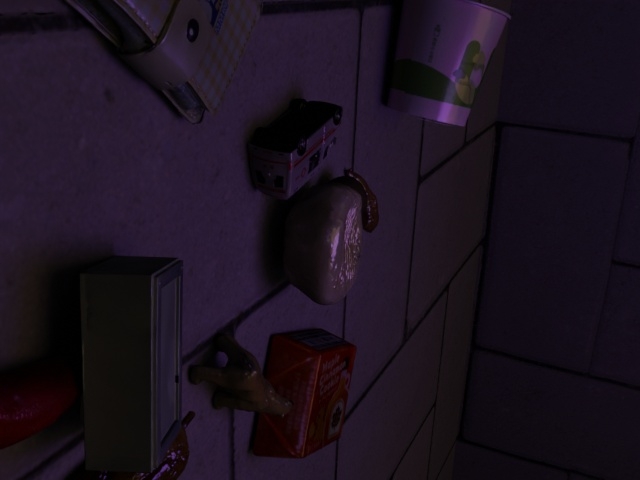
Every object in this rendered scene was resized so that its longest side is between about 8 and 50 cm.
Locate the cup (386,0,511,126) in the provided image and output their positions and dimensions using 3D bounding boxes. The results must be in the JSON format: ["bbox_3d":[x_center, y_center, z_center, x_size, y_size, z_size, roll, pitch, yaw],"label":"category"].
[{"bbox_3d":[0.270,-0.410,1.657,0.253,0.253,0.273,-15,122,-65],"label":"cup"}]

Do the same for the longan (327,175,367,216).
[{"bbox_3d":[0.042,-0.074,1.442,0.113,0.092,0.113,-45,154,-30],"label":"longan"}]

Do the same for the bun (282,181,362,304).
[{"bbox_3d":[0.000,0.000,1.321,0.231,0.133,0.230,6,90,-73],"label":"bun"}]

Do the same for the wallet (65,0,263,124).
[{"bbox_3d":[-0.171,-0.296,0.872,0.309,0.077,0.223,46,55,-64],"label":"wallet"}]

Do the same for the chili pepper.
[{"bbox_3d":[-0.334,0.132,0.692,0.368,0.092,0.136,58,29,-68],"label":"chili pepper"}]

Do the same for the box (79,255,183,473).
[{"bbox_3d":[-0.216,0.138,0.857,0.129,0.086,0.224,-77,169,-82],"label":"box"}]

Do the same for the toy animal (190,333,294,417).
[{"bbox_3d":[-0.118,0.236,1.200,0.218,0.101,0.103,70,36,-51],"label":"toy animal"}]

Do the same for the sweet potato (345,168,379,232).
[{"bbox_3d":[0.094,-0.084,1.606,0.068,0.060,0.205,-104,172,-49],"label":"sweet potato"}]

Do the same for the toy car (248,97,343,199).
[{"bbox_3d":[-0.034,-0.159,1.225,0.209,0.090,0.108,-49,144,-46],"label":"toy car"}]

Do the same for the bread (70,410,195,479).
[{"bbox_3d":[-0.254,0.329,0.949,0.344,0.084,0.124,-46,141,-53],"label":"bread"}]

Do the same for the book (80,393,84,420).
[{"bbox_3d":[-0.266,0.172,0.934,0.111,0.014,0.077,-28,124,-62],"label":"book"}]

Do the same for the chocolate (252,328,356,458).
[{"bbox_3d":[-0.024,0.300,1.447,0.237,0.108,0.234,11,89,-66],"label":"chocolate"}]
